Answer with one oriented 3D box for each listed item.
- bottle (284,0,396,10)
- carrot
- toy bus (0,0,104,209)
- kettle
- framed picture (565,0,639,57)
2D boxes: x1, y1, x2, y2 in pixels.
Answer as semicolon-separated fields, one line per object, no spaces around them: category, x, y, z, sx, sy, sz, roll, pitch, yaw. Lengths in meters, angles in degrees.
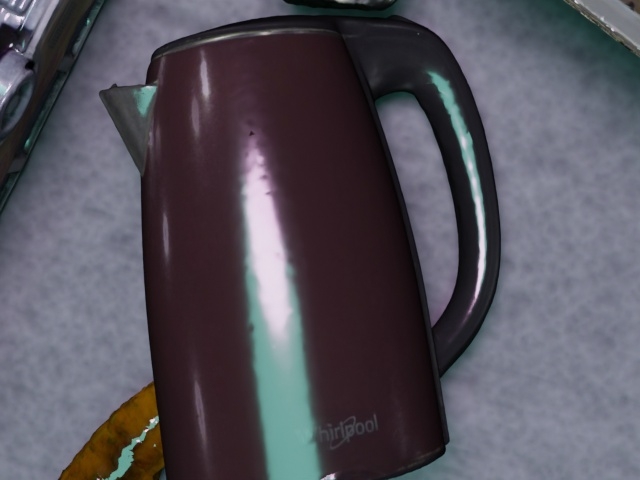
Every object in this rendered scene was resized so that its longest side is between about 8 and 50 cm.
bottle;0.022;-0.247;0.621;0.112;0.112;0.260;8;95;6
carrot;-0.165;0.196;0.707;0.066;0.066;0.314;37;94;3
toy bus;-0.224;-0.026;0.654;0.097;0.138;0.343;28;96;-2
kettle;0.000;0.000;0.635;0.202;0.144;0.232;-8;91;-12
framed picture;0.170;-0.210;0.592;0.216;0.016;0.273;39;68;3
